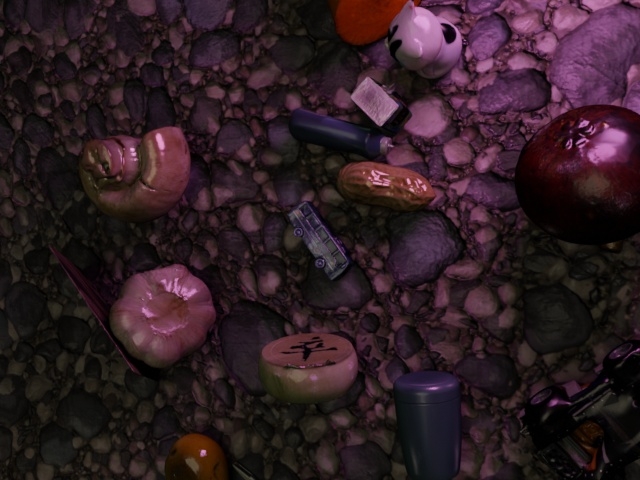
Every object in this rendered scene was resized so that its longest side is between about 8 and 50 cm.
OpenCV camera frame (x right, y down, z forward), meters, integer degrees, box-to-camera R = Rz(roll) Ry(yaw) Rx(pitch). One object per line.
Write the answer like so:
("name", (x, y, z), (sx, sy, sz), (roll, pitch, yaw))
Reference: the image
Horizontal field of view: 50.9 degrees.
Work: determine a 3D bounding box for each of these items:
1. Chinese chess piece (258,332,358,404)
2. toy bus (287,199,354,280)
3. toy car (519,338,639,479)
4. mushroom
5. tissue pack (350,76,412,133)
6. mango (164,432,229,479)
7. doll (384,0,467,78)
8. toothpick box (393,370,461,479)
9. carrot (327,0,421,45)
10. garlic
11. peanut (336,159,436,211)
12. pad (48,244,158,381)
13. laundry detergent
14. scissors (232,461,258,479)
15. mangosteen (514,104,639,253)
("Chinese chess piece", (-0.024, 0.235, 1.268), (0.189, 0.188, 0.083), (2, 105, 22))
("toy bus", (0.000, 0.000, 1.328), (0.065, 0.047, 0.165), (-39, 77, 15))
("toy car", (0.490, 0.284, 1.099), (0.301, 0.118, 0.193), (-39, 86, 18))
("mushroom", (-0.391, -0.130, 1.406), (0.254, 0.195, 0.188), (-17, 89, 25))
("tissue pack", (0.121, -0.255, 1.234), (0.085, 0.111, 0.079), (47, 106, 15))
("mango", (-0.253, 0.505, 1.423), (0.137, 0.098, 0.195), (-28, 86, 17))
("doll", (0.179, -0.348, 1.179), (0.107, 0.181, 0.110), (-18, 86, 35))
("toothpick box", (0.197, 0.338, 1.221), (0.120, 0.120, 0.184), (-3, 94, 22))
("carrot", (0.078, -0.549, 1.194), (0.214, 0.193, 0.330), (-29, 73, 62))
("garlic", (-0.342, 0.161, 1.428), (0.212, 0.219, 0.218), (-27, 79, 62))
("peanut", (0.120, -0.103, 1.252), (0.194, 0.093, 0.083), (11, 69, 24))
("pad", (-0.461, 0.162, 1.445), (0.004, 0.220, 0.330), (-36, 77, -10))
("laundry detergent", (0.045, -0.199, 1.275), (0.206, 0.097, 0.061), (18, 82, 21))
("scissors", (-0.140, 0.512, 1.419), (0.119, 0.014, 0.058), (38, 104, 13))
("mangosteen", (0.445, -0.080, 1.072), (0.236, 0.235, 0.261), (-24, 125, 21))
